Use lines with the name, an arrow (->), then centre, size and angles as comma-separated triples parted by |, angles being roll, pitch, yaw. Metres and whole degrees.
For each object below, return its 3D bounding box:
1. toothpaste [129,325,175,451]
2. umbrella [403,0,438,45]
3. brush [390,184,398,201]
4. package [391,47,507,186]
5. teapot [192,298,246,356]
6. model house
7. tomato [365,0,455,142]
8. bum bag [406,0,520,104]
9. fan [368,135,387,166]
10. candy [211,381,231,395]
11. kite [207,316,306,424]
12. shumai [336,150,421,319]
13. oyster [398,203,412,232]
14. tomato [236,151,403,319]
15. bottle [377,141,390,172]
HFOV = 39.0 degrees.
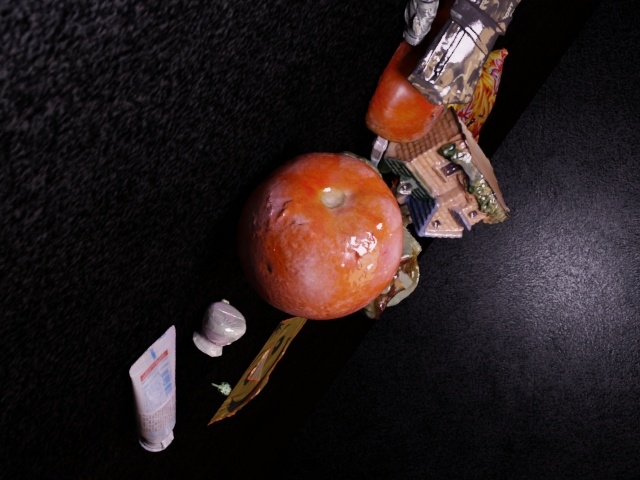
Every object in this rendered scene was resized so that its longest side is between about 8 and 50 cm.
toothpaste -> -0.228, 0.214, 1.244 | 0.089, 0.057, 0.234 | -48, 161, -37
umbrella -> 0.134, -0.313, 1.183 | 0.050, 0.046, 0.188 | -47, 172, -16
brush -> 0.097, -0.028, 1.868 | 0.327, 0.065, 0.070 | -60, 165, -20
package -> 0.234, -0.233, 1.663 | 0.288, 0.108, 0.223 | -28, 146, -44
teapot -> -0.147, 0.124, 1.298 | 0.064, 0.064, 0.083 | -51, -158, 23
model house -> 0.197, -0.102, 1.524 | 0.172, 0.183, 0.166 | -26, -143, 17
tomato -> 0.171, -0.249, 1.392 | 0.237, 0.095, 0.237 | -52, 169, -14
bum bag -> 0.212, -0.299, 1.246 | 0.248, 0.102, 0.069 | -62, -167, 11
fan -> 0.090, -0.135, 1.507 | 0.057, 0.023, 0.282 | -53, 177, -9
candy -> -0.184, 0.270, 1.656 | 0.083, 0.023, 0.025 | 54, 29, -72
kite -> -0.118, 0.258, 1.916 | 0.377, 0.013, 0.327 | -45, 165, -37
shumai -> 0.069, -0.006, 1.408 | 0.189, 0.218, 0.256 | -51, 167, 11
oyster -> 0.054, 0.016, 1.691 | 0.275, 0.100, 0.271 | -43, 168, 10
tomato -> 0.000, 0.000, 1.131 | 0.208, 0.208, 0.184 | -47, 165, -34
bottle -> 0.123, -0.157, 1.630 | 0.030, 0.030, 0.083 | -47, 166, -32
